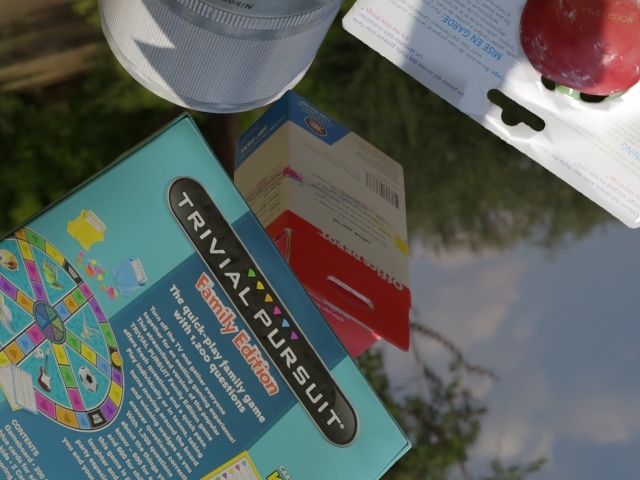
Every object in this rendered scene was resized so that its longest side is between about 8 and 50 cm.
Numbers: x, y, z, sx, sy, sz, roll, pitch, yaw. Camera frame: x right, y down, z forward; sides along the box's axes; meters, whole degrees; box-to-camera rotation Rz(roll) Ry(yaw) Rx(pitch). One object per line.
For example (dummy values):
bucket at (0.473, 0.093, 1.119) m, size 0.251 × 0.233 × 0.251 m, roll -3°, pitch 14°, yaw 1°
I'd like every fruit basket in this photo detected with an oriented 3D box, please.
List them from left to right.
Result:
fruit basket at (0.248, -0.229, 1.408) m, size 0.353 × 0.327 × 0.165 m, roll -51°, pitch -165°, yaw 25°

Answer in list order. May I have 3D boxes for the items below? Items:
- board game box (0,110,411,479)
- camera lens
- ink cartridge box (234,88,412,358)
board game box at (-0.123, 0.111, 0.954) m, size 0.079 × 0.254 × 0.336 m, roll -28°, pitch -172°, yaw 42°
camera lens at (-0.079, -0.261, 1.551) m, size 0.219 × 0.219 × 0.274 m, roll -18°, pitch 163°, yaw -23°
ink cartridge box at (0.000, 0.000, 1.384) m, size 0.078 × 0.134 × 0.231 m, roll -41°, pitch -151°, yaw 30°
